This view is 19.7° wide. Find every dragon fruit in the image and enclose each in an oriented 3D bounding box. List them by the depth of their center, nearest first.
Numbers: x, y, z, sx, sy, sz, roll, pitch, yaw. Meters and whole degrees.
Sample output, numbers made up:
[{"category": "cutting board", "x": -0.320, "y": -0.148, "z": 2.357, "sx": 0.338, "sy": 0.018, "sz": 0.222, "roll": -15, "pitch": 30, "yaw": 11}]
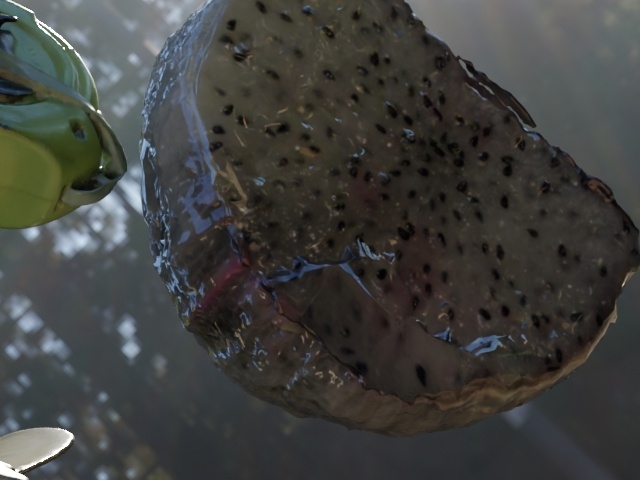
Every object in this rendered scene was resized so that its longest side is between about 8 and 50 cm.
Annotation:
[{"category": "dragon fruit", "x": 0.000, "y": 0.000, "z": 1.039, "sx": 0.204, "sy": 0.283, "sz": 0.221, "roll": -48, "pitch": 7, "yaw": -26}]

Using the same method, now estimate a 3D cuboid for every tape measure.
[{"category": "tape measure", "x": -0.195, "y": -0.076, "z": 1.000, "sx": 0.177, "sy": 0.154, "sz": 0.087, "roll": 15, "pitch": -55, "yaw": -23}]

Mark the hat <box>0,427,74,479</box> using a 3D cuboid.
[{"category": "hat", "x": -0.197, "y": 0.119, "z": 0.784, "sx": 0.166, "sy": 0.144, "sz": 0.173, "roll": -52, "pitch": 24, "yaw": 9}]
